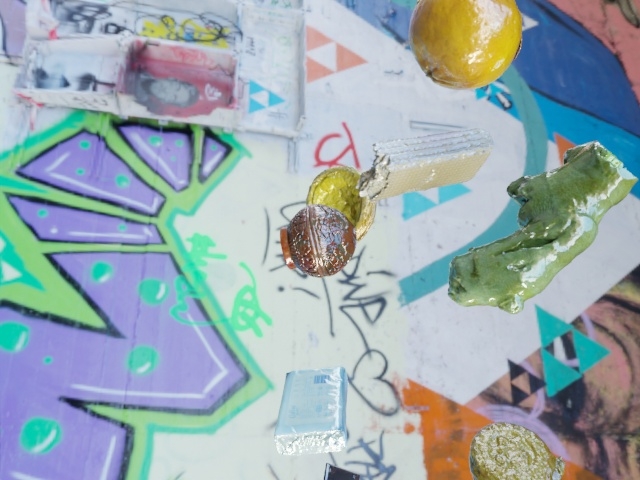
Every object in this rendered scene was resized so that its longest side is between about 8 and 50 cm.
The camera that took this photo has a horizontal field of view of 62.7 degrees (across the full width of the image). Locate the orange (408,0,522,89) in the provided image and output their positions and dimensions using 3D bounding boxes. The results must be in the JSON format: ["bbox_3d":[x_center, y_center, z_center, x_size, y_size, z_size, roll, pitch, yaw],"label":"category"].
[{"bbox_3d":[0.274,-0.396,1.011,0.193,0.219,0.219,-53,180,-20],"label":"orange"}]

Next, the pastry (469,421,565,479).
[{"bbox_3d":[0.538,0.627,1.473,0.235,0.240,0.132,14,-48,40],"label":"pastry"}]

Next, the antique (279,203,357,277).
[{"bbox_3d":[0.000,0.000,0.701,0.104,0.104,0.104,-176,-90,-79],"label":"antique"}]

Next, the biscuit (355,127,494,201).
[{"bbox_3d":[0.185,-0.133,0.927,0.108,0.239,0.061,111,-38,-56],"label":"biscuit"}]

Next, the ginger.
[{"bbox_3d":[0.291,-0.016,0.710,0.290,0.137,0.089,-54,151,2],"label":"ginger"}]

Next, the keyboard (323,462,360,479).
[{"bbox_3d":[0.045,0.514,1.108,0.202,0.011,0.067,52,44,-54],"label":"keyboard"}]

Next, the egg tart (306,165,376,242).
[{"bbox_3d":[0.050,-0.068,1.124,0.191,0.074,0.191,-7,-100,43],"label":"egg tart"}]

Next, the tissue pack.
[{"bbox_3d":[-0.017,0.450,1.402,0.263,0.177,0.089,-82,164,-67],"label":"tissue pack"}]
